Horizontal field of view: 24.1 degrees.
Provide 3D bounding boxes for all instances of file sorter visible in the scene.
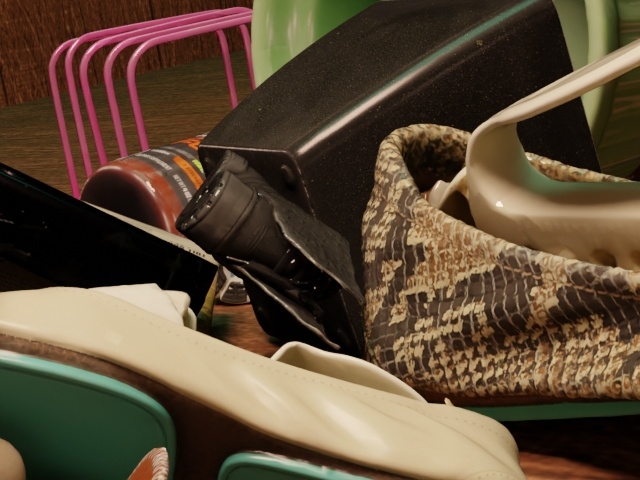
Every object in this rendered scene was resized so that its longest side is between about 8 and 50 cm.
[{"bbox_3d":[-0.115,-0.112,1.366,0.202,0.182,0.290,-15,13,-22],"label":"file sorter"}]

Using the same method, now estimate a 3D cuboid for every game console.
[{"bbox_3d":[-0.151,-0.021,0.606,0.213,0.044,0.361,25,-1,0],"label":"game console"}]

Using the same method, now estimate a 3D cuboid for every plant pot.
[{"bbox_3d":[0.042,-0.026,0.872,0.167,0.187,0.188,-27,18,-25],"label":"plant pot"}]

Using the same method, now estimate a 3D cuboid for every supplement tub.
[{"bbox_3d":[-0.080,-0.030,1.132,0.106,0.106,0.198,1,16,41],"label":"supplement tub"}]

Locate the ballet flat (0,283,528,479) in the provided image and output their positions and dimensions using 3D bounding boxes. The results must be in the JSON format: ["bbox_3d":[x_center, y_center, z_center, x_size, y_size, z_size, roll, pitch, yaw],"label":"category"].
[{"bbox_3d":[-0.039,0.062,0.537,0.248,0.086,0.086,19,12,-2],"label":"ballet flat"}]

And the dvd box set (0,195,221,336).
[{"bbox_3d":[-0.205,0.023,0.756,0.307,0.062,0.420,19,10,-7],"label":"dvd box set"}]

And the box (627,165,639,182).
[{"bbox_3d":[0.151,-0.142,1.279,0.143,0.191,0.381,-17,13,-34],"label":"box"}]

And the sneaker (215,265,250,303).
[{"bbox_3d":[0.000,0.000,1.034,0.162,0.063,0.073,-7,8,13],"label":"sneaker"}]

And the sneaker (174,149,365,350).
[{"bbox_3d":[-0.025,0.002,0.752,0.051,0.089,0.170,-54,7,3],"label":"sneaker"}]

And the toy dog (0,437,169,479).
[{"bbox_3d":[-0.137,0.111,0.359,0.220,0.161,0.333,-12,12,-11],"label":"toy dog"}]

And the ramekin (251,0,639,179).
[{"bbox_3d":[0.108,-0.141,1.069,0.303,0.303,0.148,1,8,42],"label":"ramekin"}]

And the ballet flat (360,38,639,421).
[{"bbox_3d":[0.180,0.003,0.577,0.164,0.182,0.482,-17,14,-37],"label":"ballet flat"}]
